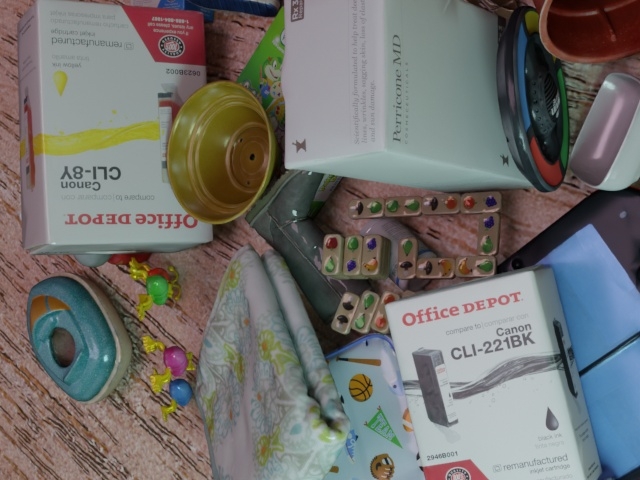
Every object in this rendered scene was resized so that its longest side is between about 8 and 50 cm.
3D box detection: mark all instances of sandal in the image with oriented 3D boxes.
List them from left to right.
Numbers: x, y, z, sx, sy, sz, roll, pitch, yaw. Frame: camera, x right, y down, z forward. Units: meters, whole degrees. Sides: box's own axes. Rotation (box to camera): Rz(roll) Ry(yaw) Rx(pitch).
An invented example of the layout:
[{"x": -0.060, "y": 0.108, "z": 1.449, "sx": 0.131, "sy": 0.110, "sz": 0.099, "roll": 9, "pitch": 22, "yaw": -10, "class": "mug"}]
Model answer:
[{"x": 0.217, "y": -0.370, "z": 1.487, "sx": 0.072, "sy": 0.049, "sz": 0.180, "roll": -41, "pitch": 79, "yaw": 35, "class": "sandal"}]

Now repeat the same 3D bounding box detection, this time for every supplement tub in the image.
[{"x": 0.111, "y": 0.017, "z": 1.534, "sx": 0.107, "sy": 0.071, "sz": 0.071, "roll": 46, "pitch": 115, "yaw": 30, "class": "supplement tub"}]

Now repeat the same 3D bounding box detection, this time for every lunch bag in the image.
[{"x": 0.087, "y": 0.289, "z": 1.517, "sx": 0.243, "sy": 0.115, "sz": 0.303, "roll": -27, "pitch": 71, "yaw": 31, "class": "lunch bag"}]

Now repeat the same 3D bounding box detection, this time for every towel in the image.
[{"x": -0.089, "y": 0.236, "z": 1.555, "sx": 0.374, "sy": 0.090, "sz": 0.320, "roll": -114, "pitch": 34, "yaw": -42, "class": "towel"}]

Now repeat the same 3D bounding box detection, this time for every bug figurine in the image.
[{"x": -0.251, "y": 0.148, "z": 1.748, "sx": 0.072, "sy": 0.216, "sz": 0.279, "roll": -12, "pitch": 78, "yaw": -6, "class": "bug figurine"}]

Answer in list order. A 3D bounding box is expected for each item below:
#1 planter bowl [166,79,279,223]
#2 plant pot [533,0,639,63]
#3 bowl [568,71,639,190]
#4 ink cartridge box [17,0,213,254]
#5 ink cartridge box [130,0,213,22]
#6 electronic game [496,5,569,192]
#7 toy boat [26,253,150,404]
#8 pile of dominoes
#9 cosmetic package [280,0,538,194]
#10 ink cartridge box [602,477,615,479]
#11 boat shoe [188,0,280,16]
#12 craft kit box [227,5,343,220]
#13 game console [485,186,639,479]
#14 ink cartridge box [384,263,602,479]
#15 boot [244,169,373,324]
[{"x": -0.130, "y": -0.131, "z": 1.648, "sx": 0.217, "sy": 0.090, "sz": 0.217, "roll": -2, "pitch": 87, "yaw": 37, "class": "planter bowl"}, {"x": 0.335, "y": -0.400, "z": 1.274, "sx": 0.272, "sy": 0.272, "sz": 0.265, "roll": -37, "pitch": 59, "yaw": 31, "class": "plant pot"}, {"x": 0.370, "y": -0.130, "z": 1.318, "sx": 0.053, "sy": 0.142, "sz": 0.142, "roll": 19, "pitch": 104, "yaw": -9, "class": "bowl"}, {"x": -0.331, "y": -0.174, "z": 1.734, "sx": 0.160, "sy": 0.279, "sz": 0.384, "roll": -9, "pitch": 83, "yaw": 62, "class": "ink cartridge box"}, {"x": -0.249, "y": -0.487, "z": 1.828, "sx": 0.134, "sy": 0.078, "sz": 0.231, "roll": 4, "pitch": 91, "yaw": 37, "class": "ink cartridge box"}, {"x": 0.267, "y": -0.172, "z": 1.314, "sx": 0.048, "sy": 0.229, "sz": 0.229, "roll": -6, "pitch": 84, "yaw": 27, "class": "electronic game"}, {"x": -0.422, "y": 0.114, "z": 1.894, "sx": 0.267, "sy": 0.148, "sz": 0.318, "roll": 43, "pitch": 114, "yaw": 31, "class": "toy boat"}, {"x": 0.119, "y": 0.029, "z": 1.458, "sx": 0.251, "sy": 0.040, "sz": 0.196, "roll": -2, "pitch": 76, "yaw": 31, "class": "pile of dominoes"}, {"x": 0.129, "y": -0.180, "z": 1.329, "sx": 0.156, "sy": 0.385, "sz": 0.217, "roll": -4, "pitch": 86, "yaw": 38, "class": "cosmetic package"}, {"x": 0.347, "y": 0.383, "z": 1.313, "sx": 0.109, "sy": 0.063, "sz": 0.150, "roll": -34, "pitch": 87, "yaw": 31, "class": "ink cartridge box"}, {"x": -0.148, "y": -0.411, "z": 1.736, "sx": 0.183, "sy": 0.066, "sz": 0.066, "roll": 14, "pitch": 72, "yaw": 6, "class": "boat shoe"}, {"x": -0.037, "y": -0.192, "z": 1.670, "sx": 0.250, "sy": 0.061, "sz": 0.246, "roll": 48, "pitch": 113, "yaw": 29, "class": "craft kit box"}, {"x": 0.339, "y": 0.157, "z": 1.359, "sx": 0.386, "sy": 0.060, "sz": 0.342, "roll": -42, "pitch": 64, "yaw": 29, "class": "game console"}, {"x": 0.214, "y": 0.182, "z": 1.332, "sx": 0.197, "sy": 0.114, "sz": 0.272, "roll": -15, "pitch": 84, "yaw": 23, "class": "ink cartridge box"}, {"x": 0.002, "y": -0.001, "z": 1.581, "sx": 0.208, "sy": 0.076, "sz": 0.189, "roll": 53, "pitch": 130, "yaw": 12, "class": "boot"}]
